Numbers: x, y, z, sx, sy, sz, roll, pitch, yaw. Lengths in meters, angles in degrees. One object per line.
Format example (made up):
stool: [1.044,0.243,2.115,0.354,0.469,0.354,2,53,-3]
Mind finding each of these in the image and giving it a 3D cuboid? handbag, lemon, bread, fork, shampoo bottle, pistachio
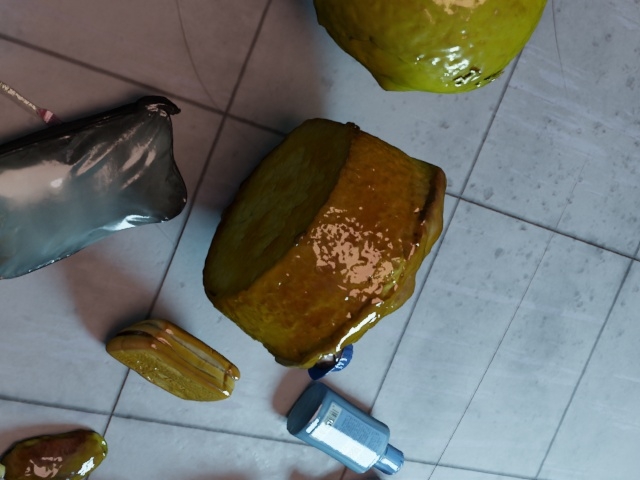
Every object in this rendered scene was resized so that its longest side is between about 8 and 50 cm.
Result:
handbag: [-0.335,-0.074,1.618,0.332,0.075,0.191,-22,122,-20]
lemon: [0.164,-0.394,1.651,0.350,0.350,0.387,15,107,-36]
bread: [0.000,0.000,1.690,0.215,0.398,0.398,36,87,-24]
bread: [-0.224,0.182,1.778,0.200,0.116,0.077,39,61,-37]
fork: [-0.395,-0.185,1.575,0.115,0.012,0.016,34,85,-33]
shampoo bottle: [0.054,0.346,2.052,0.258,0.061,0.104,38,86,-37]
pistachio: [-0.398,0.342,1.764,0.173,0.049,0.089,-5,113,-31]

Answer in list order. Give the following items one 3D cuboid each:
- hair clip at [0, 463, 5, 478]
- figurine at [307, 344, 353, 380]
hair clip: [-0.529,0.284,1.650,0.056,0.062,0.214,-20,132,24]
figurine: [-0.012,0.166,1.935,0.149,0.086,0.087,47,40,-25]
